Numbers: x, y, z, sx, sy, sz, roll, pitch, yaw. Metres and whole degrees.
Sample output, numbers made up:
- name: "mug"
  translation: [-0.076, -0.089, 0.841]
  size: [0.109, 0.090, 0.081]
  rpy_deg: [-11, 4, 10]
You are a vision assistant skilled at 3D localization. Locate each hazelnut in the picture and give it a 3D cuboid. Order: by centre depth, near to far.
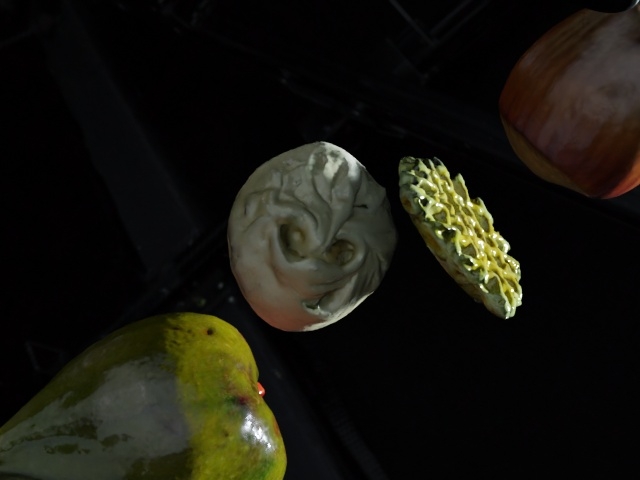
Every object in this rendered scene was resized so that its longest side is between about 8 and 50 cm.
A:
- name: "hazelnut"
  translation: [0.277, -0.149, 1.015]
  size: [0.186, 0.210, 0.210]
  rpy_deg: [-10, -113, 20]

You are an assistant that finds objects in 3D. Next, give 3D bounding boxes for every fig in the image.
- name: "fig"
  translation: [-0.111, 0.117, 0.580]
  size: [0.126, 0.184, 0.133]
  rpy_deg: [-2, -79, 54]

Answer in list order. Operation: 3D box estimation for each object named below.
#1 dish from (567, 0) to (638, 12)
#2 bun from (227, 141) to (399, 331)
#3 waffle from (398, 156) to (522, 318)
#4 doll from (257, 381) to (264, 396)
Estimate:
- name: "dish"
  translation: [0.069, -0.235, 0.476]
  size: [0.303, 0.303, 0.120]
  rpy_deg: [41, -79, 36]
- name: "bun"
  translation: [0.000, 0.000, 1.171]
  size: [0.133, 0.231, 0.231]
  rpy_deg: [16, -100, 58]
- name: "waffle"
  translation: [0.164, -0.009, 1.189]
  size: [0.054, 0.204, 0.223]
  rpy_deg: [-37, -86, 23]
- name: "doll"
  translation: [-0.198, 0.236, 1.149]
  size: [0.160, 0.363, 0.183]
  rpy_deg: [53, -47, 16]
